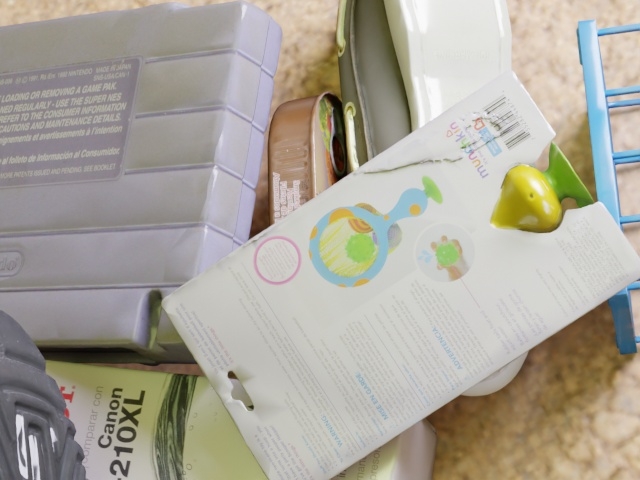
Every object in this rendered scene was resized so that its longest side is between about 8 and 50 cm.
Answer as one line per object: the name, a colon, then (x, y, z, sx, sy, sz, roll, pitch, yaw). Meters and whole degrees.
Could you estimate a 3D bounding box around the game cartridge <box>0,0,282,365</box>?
game cartridge: (-0.192, -0.033, 1.129, 0.355, 0.068, 0.230, -2, 66, 33)

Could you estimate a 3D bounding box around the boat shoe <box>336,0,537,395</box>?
boat shoe: (0.069, -0.048, 1.083, 0.109, 0.091, 0.305, 4, 74, -29)

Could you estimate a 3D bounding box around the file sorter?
file sorter: (0.214, -0.035, 1.022, 0.104, 0.118, 0.170, -7, 69, 10)

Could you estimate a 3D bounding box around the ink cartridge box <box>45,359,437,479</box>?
ink cartridge box: (-0.064, 0.173, 1.038, 0.237, 0.100, 0.172, 4, 72, 18)

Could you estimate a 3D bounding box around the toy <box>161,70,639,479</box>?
toy: (0.047, 0.027, 0.977, 0.237, 0.056, 0.137, -34, 79, 9)

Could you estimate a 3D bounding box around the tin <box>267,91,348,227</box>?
tin: (0.000, 0.000, 1.077, 0.040, 0.106, 0.189, -7, 69, 14)

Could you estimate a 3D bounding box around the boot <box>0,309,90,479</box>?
boot: (-0.336, 0.259, 0.966, 0.445, 0.146, 0.367, -15, 80, 22)
